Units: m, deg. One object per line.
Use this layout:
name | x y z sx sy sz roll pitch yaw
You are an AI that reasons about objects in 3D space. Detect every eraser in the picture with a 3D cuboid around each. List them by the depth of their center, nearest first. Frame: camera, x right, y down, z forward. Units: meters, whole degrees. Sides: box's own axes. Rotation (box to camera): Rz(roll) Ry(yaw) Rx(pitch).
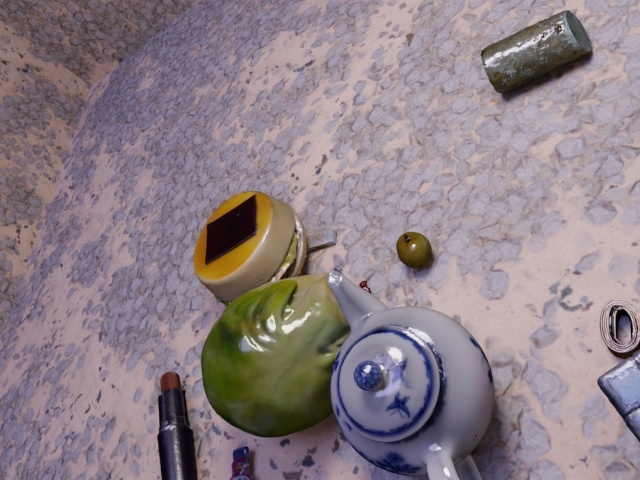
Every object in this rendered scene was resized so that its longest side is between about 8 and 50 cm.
eraser | 0.000 0.000 1.272 0.083 0.019 0.038 -17 51 33

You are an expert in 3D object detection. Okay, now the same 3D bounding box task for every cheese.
cheese | -0.161 0.489 1.065 0.095 0.038 0.145 -24 50 28

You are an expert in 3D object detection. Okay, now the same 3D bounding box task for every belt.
belt | 0.442 0.128 0.780 0.059 0.036 0.083 -9 58 36

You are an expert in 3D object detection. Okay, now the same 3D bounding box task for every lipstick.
lipstick | -0.335 0.435 1.225 0.081 0.081 0.300 -38 45 15

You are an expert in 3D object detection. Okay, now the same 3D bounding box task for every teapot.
teapot | 0.124 0.220 0.805 0.252 0.280 0.424 -37 56 13

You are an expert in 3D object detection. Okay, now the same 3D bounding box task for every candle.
candle | 0.098 0.154 1.078 0.026 0.021 0.168 -28 47 26

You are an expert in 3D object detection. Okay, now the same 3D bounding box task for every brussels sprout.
brussels sprout | -0.076 0.202 1.017 0.344 0.268 0.344 -27 40 26

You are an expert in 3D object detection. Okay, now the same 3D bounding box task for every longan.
longan | 0.182 0.014 1.053 0.075 0.083 0.075 -20 44 21

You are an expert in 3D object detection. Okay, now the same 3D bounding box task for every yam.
yam | 0.437 -0.384 1.085 0.194 0.107 0.107 -20 51 30

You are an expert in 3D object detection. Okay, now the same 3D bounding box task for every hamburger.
hamburger | -0.165 0.029 1.281 0.300 0.176 0.300 -24 49 30

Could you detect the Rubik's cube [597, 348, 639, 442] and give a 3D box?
Rubik's cube | 0.476 0.204 0.545 0.237 0.238 0.237 -40 42 15
